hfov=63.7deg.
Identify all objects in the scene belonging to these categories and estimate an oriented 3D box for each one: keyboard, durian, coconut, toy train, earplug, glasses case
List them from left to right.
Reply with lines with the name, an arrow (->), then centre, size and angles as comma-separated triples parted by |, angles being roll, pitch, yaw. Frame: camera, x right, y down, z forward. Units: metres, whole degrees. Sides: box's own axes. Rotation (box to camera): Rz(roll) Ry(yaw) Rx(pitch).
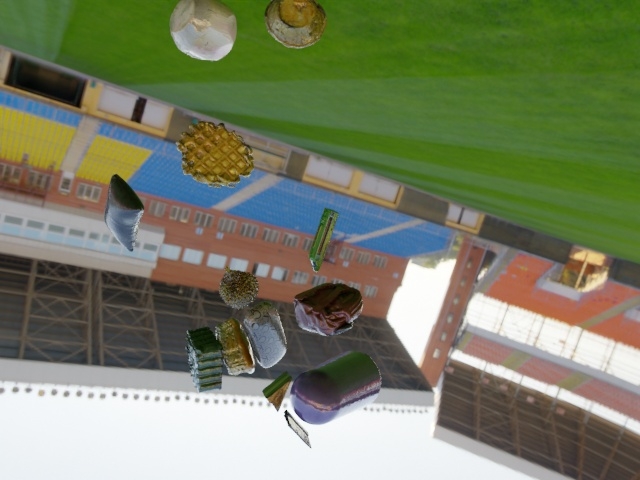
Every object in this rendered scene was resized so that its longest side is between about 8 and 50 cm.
coconut -> -0.415, -0.767, 1.874 | 0.227, 0.226, 0.231 | 24, -175, 40
durian -> -0.295, 0.169, 1.852 | 0.147, 0.208, 0.102 | -21, -142, -5
glasses case -> -0.216, 0.380, 2.049 | 0.137, 0.354, 0.085 | -36, -130, -25
keyboard -> -0.071, 0.598, 1.626 | 0.195, 0.018, 0.060 | 62, -178, -44
toy train -> 0.000, 0.000, 1.654 | 0.042, 0.209, 0.044 | 13, -168, -32
earplug -> 0.046, 0.499, 1.733 | 0.215, 0.214, 0.456 | 21, -178, 22

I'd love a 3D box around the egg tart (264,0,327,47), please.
egg tart -> -0.081, -0.749, 1.726 | 0.213, 0.212, 0.090 | 17, 169, -6

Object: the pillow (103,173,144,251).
pillow -> -0.713, -0.094, 1.854 | 0.106, 0.249, 0.186 | -25, -114, -43

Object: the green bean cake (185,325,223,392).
green bean cake -> -0.446, 0.456, 1.960 | 0.107, 0.208, 0.193 | -8, -161, -30

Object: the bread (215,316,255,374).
bread -> -0.350, 0.442, 2.130 | 0.174, 0.121, 0.245 | 72, 172, -71

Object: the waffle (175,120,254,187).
waffle -> -0.382, -0.321, 1.879 | 0.281, 0.261, 0.060 | -2, 165, -14

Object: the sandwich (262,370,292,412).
sandwich -> -0.136, 0.535, 1.826 | 0.074, 0.116, 0.074 | 55, 170, -20

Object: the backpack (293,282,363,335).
backpack -> 0.032, 0.213, 1.666 | 0.230, 0.138, 0.229 | -13, -163, 4
